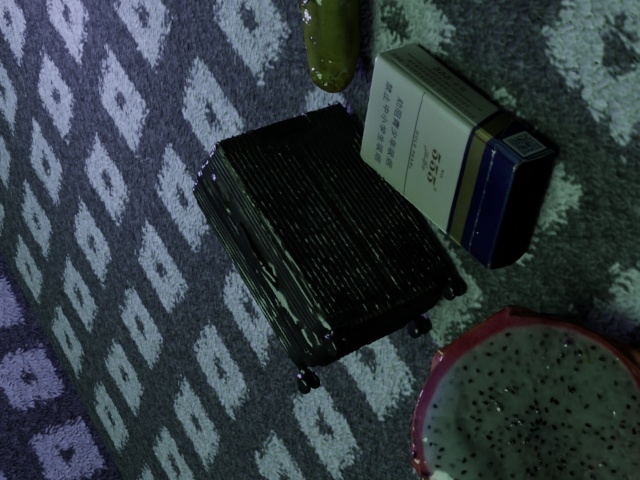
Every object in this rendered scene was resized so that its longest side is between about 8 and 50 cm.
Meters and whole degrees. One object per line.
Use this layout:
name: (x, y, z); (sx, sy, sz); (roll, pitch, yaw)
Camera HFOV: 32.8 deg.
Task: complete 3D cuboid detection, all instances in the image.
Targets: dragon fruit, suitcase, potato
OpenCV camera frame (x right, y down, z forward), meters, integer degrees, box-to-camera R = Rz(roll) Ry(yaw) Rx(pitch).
dragon fruit: (0.235, 0.223, 1.228); (0.291, 0.290, 0.189); (55, 177, 21)
suitcase: (0.000, 0.000, 1.470); (0.335, 0.229, 0.152); (58, 147, 17)
potato: (0.016, -0.284, 1.414); (0.105, 0.085, 0.188); (-85, -6, -62)

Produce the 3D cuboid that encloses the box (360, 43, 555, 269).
box: (0.158, -0.104, 1.314); (0.259, 0.071, 0.168); (44, 142, 34)
